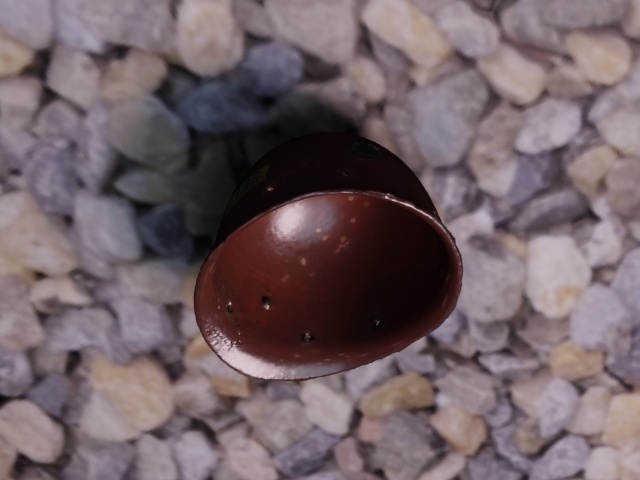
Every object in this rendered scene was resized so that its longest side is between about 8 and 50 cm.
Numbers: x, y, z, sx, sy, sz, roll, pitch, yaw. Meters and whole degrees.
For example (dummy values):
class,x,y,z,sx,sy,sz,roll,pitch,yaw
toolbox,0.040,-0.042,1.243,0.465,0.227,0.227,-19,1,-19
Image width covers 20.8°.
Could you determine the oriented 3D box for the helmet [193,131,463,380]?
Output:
class,x,y,z,sx,sy,sz,roll,pitch,yaw
helmet,0.000,0.000,1.075,0.155,0.106,0.175,16,129,-19
